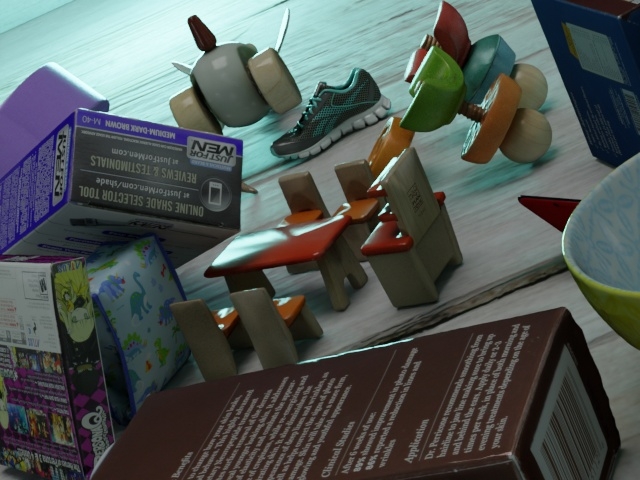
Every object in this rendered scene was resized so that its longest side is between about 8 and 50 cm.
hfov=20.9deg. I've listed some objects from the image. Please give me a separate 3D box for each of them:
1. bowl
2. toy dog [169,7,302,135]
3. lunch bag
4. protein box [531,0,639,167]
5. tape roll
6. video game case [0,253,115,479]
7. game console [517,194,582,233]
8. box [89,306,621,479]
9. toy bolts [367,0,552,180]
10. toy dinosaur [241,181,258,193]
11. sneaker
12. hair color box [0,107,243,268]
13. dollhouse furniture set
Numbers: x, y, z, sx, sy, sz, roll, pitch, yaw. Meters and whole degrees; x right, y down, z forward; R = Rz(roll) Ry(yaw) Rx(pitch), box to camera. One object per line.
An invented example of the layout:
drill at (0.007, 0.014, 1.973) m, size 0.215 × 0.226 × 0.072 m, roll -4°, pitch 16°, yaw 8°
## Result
bowl at (0.339, 0.023, 1.286) m, size 0.289 × 0.156 × 0.289 m, roll -21°, pitch 22°, yaw 9°
toy dog at (-0.120, -0.228, 2.272) m, size 0.220 × 0.161 × 0.333 m, roll -28°, pitch 8°, yaw -11°
lunch bag at (-0.193, 0.089, 1.723) m, size 0.096 × 0.151 × 0.129 m, roll -11°, pitch 25°, yaw 35°
protein box at (0.330, -0.174, 1.684) m, size 0.136 × 0.200 × 0.201 m, roll -29°, pitch 22°, yaw -8°
tape roll at (-0.388, -0.094, 2.246) m, size 0.275 × 0.090 × 0.275 m, roll -55°, pitch 0°, yaw 0°
video game case at (-0.268, 0.118, 1.638) m, size 0.042 × 0.210 × 0.232 m, roll -11°, pitch 6°, yaw -31°
game console at (0.277, -0.034, 1.579) m, size 0.124 × 0.085 × 0.144 m, roll -38°, pitch 25°, yaw -27°
box at (0.015, 0.187, 1.297) m, size 0.381 × 0.143 × 0.191 m, roll -12°, pitch 26°, yaw 27°
toy bolts at (0.165, -0.134, 1.939) m, size 0.228 × 0.158 × 0.218 m, roll -72°, pitch 9°, yaw -49°
toy dinosaur at (-0.233, -0.067, 2.180) m, size 0.295 × 0.127 × 0.200 m, roll -15°, pitch 1°, yaw -1°
sneaker at (0.003, -0.162, 2.185) m, size 0.166 × 0.076 × 0.065 m, roll -30°, pitch 21°, yaw -11°
hair color box at (-0.233, -0.030, 1.845) m, size 0.185 × 0.110 × 0.339 m, roll 9°, pitch -17°, yaw -26°
dollhouse furniture set at (0.000, 0.000, 1.736) m, size 0.259 × 0.135 × 0.262 m, roll -10°, pitch 26°, yaw 34°
